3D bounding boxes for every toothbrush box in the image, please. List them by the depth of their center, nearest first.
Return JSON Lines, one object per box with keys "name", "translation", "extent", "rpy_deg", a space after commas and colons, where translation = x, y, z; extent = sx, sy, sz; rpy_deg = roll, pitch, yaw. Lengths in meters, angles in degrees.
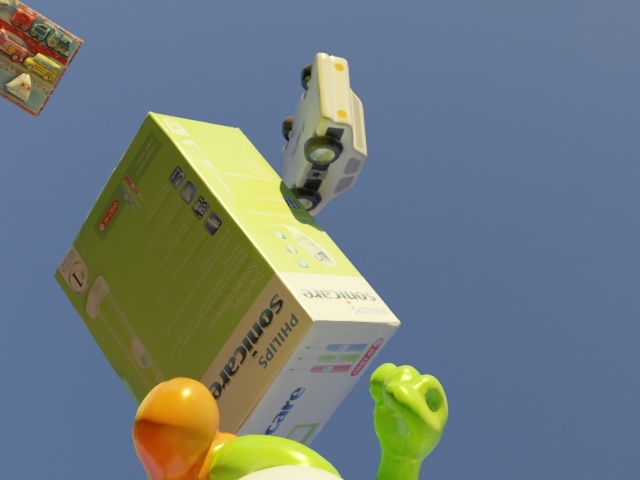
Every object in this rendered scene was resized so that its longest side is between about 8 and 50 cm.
{"name": "toothbrush box", "translation": [-0.096, 0.052, 1.088], "extent": [0.283, 0.122, 0.206], "rpy_deg": [50, -62, 33]}

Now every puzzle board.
{"name": "puzzle board", "translation": [-0.324, -0.200, 1.231], "extent": [0.128, 0.011, 0.096], "rpy_deg": [31, -104, -15]}

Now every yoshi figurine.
{"name": "yoshi figurine", "translation": [0.021, 0.173, 0.663], "extent": [0.362, 0.203, 0.203], "rpy_deg": [13, -90, 27]}

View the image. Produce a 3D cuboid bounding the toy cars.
{"name": "toy cars", "translation": [0.000, 0.000, 1.213], "extent": [0.087, 0.176, 0.393], "rpy_deg": [4, -70, -13]}
